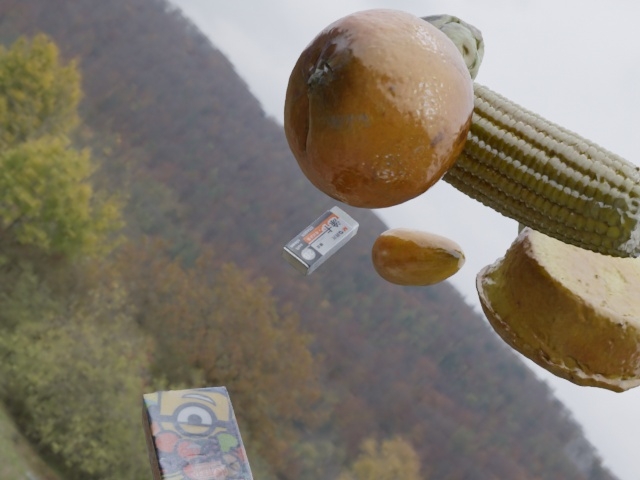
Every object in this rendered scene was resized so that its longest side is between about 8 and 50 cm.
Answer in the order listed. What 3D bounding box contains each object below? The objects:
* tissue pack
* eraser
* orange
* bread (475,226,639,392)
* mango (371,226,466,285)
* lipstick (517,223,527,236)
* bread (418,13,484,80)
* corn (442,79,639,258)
[{"bbox_3d":[-0.146,0.247,1.225,0.148,0.109,0.060,-113,-152,-43],"label":"tissue pack"},{"bbox_3d":[0.000,0.000,1.547,0.052,0.122,0.029,40,-35,16],"label":"eraser"},{"bbox_3d":[0.053,-0.141,1.112,0.170,0.224,0.224,25,8,-35],"label":"orange"},{"bbox_3d":[0.337,0.084,1.358,0.268,0.145,0.268,17,33,-11],"label":"bread"},{"bbox_3d":[0.185,0.029,1.955,0.145,0.112,0.219,18,-13,-31],"label":"mango"},{"bbox_3d":[0.408,-0.059,1.926,0.317,0.066,0.068,80,-8,-48],"label":"lipstick"},{"bbox_3d":[0.116,-0.256,1.531,0.268,0.152,0.129,-3,-63,39],"label":"bread"},{"bbox_3d":[0.234,-0.089,1.214,0.344,0.131,0.131,33,-10,31],"label":"corn"}]
